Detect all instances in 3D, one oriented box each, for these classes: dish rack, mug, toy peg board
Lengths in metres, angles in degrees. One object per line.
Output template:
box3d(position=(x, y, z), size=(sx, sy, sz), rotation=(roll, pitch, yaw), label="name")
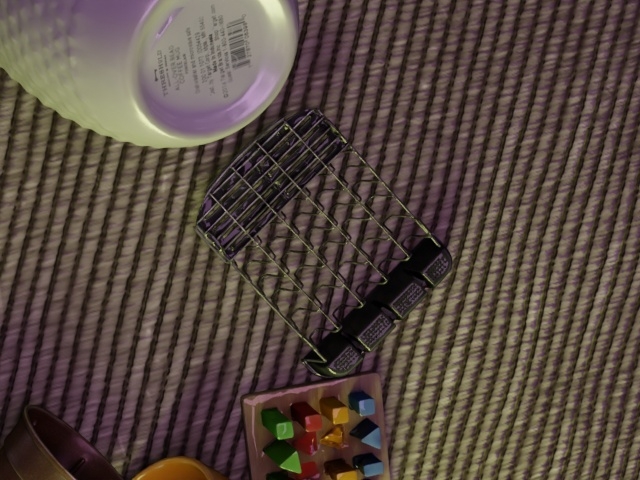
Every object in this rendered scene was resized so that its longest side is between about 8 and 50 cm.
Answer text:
box3d(position=(0.000, 0.000, 1.787), size=(0.208, 0.074, 0.271), rotation=(-45, 107, -8), label="dish rack")
box3d(position=(-0.168, -0.274, 1.489), size=(0.276, 0.328, 0.374), rotation=(-11, 124, -30), label="mug")
box3d(position=(0.006, 0.242, 1.821), size=(0.161, 0.079, 0.161), rotation=(-9, 102, -16), label="toy peg board")

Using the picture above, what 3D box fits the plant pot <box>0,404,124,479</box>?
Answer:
box3d(position=(-0.299, 0.285, 1.697), size=(0.165, 0.167, 0.167), rotation=(-46, 109, 3), label="plant pot")

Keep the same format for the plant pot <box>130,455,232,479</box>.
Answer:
box3d(position=(-0.116, 0.359, 1.751), size=(0.188, 0.205, 0.205), rotation=(35, 87, -35), label="plant pot")
